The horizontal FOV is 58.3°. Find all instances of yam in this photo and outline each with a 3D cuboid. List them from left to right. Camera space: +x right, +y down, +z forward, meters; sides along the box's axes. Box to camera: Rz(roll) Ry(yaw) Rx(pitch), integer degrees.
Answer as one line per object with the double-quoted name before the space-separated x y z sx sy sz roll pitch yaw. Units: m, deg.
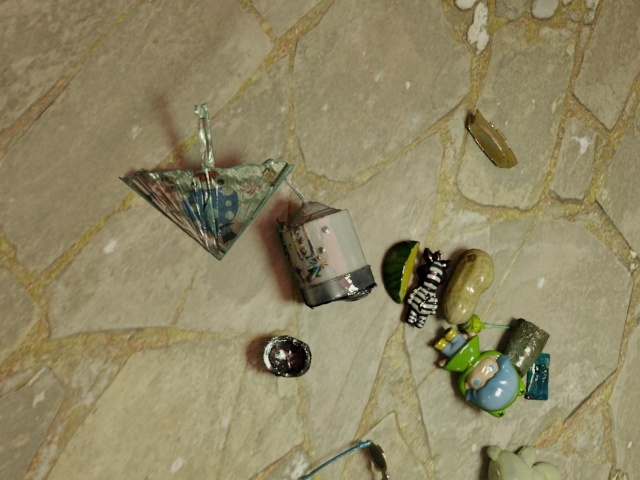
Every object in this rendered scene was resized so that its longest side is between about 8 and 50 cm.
"yam" 0.570 0.306 1.623 0.107 0.107 0.183 41 73 -13

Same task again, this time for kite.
"kite" -0.256 -0.127 1.322 0.405 0.014 0.369 -5 105 -3

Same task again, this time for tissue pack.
"tissue pack" 0.640 0.398 1.681 0.085 0.028 0.138 11 82 -21

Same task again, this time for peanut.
"peanut" 0.402 0.126 1.570 0.237 0.120 0.110 -60 144 -25

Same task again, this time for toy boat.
"toy boat" 0.516 -0.302 1.714 0.206 0.064 0.072 51 53 -9

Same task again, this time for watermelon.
"watermelon" 0.224 0.068 1.527 0.092 0.075 0.182 30 71 -20

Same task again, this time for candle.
"candle" 0.000 0.000 1.384 0.187 0.187 0.331 -20 90 -24

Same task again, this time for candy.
"candy" 0.477 0.242 1.629 0.193 0.058 0.062 7 120 -30

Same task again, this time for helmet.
"helmet" -0.085 0.279 1.369 0.123 0.070 0.098 17 70 -13

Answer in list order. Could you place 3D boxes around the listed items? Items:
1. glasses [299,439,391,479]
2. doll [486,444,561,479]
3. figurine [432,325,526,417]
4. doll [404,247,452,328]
"glasses" 0.065 0.601 1.405 0.220 0.088 0.190 -12 88 -4
"doll" 0.561 0.672 1.570 0.278 0.175 0.149 21 112 -27
"figurine" 0.423 0.346 1.540 0.263 0.143 0.162 44 85 7
"doll" 0.287 0.128 1.551 0.091 0.067 0.220 24 79 -7
